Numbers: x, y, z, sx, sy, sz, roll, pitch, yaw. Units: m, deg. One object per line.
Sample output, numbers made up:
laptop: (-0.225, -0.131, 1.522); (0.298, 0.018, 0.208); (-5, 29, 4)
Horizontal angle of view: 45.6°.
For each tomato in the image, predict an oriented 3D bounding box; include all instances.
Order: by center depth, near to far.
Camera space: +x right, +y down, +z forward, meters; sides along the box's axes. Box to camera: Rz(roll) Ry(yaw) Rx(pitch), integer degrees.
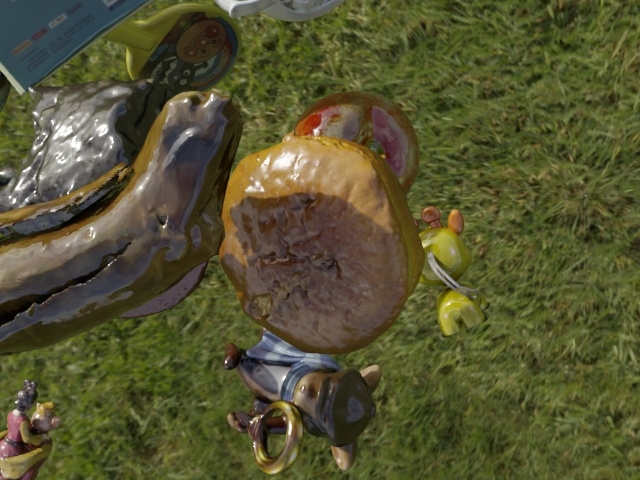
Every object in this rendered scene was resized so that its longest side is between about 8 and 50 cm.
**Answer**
tomato: (0.056, -0.165, 1.537); (0.222, 0.270, 0.270); (-8, 91, 62)

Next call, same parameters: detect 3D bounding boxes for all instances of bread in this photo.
bread: (0.000, 0.006, 1.067); (0.312, 0.172, 0.312); (7, 104, 29)

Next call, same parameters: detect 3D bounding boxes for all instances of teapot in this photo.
teapot: (-0.034, -0.432, 1.225); (0.298, 0.204, 0.139); (-17, 65, -10)

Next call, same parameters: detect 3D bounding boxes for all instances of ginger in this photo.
ginger: (-0.184, 0.005, 0.545); (0.309, 0.107, 0.133); (-19, 83, 3)

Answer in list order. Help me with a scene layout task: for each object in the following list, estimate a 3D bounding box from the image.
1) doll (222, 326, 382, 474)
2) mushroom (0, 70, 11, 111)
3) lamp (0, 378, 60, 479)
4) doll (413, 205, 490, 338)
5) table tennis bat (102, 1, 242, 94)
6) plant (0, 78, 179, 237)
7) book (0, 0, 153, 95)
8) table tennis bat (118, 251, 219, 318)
doll: (-0.054, 0.286, 1.477); (0.339, 0.209, 0.318); (17, 68, 44)
mushroom: (-0.773, -0.334, 1.520); (0.164, 0.267, 0.189); (12, 93, 20)
lamp: (-0.575, 0.391, 1.486); (0.118, 0.118, 0.253); (18, 88, 17)
doll: (0.212, 0.048, 1.341); (0.143, 0.135, 0.221); (-22, 97, 24)
table tennis bat: (-0.299, -0.365, 1.408); (0.224, 0.368, 0.054); (-44, 58, 26)
plant: (-0.274, -0.074, 0.895); (0.276, 0.199, 0.188); (-17, 64, 26)
book: (-0.440, -0.428, 1.058); (0.264, 0.031, 0.379); (-44, 105, -21)
table tennis bat: (-0.289, 0.023, 1.273); (0.414, 0.051, 0.268); (-12, 131, 8)
